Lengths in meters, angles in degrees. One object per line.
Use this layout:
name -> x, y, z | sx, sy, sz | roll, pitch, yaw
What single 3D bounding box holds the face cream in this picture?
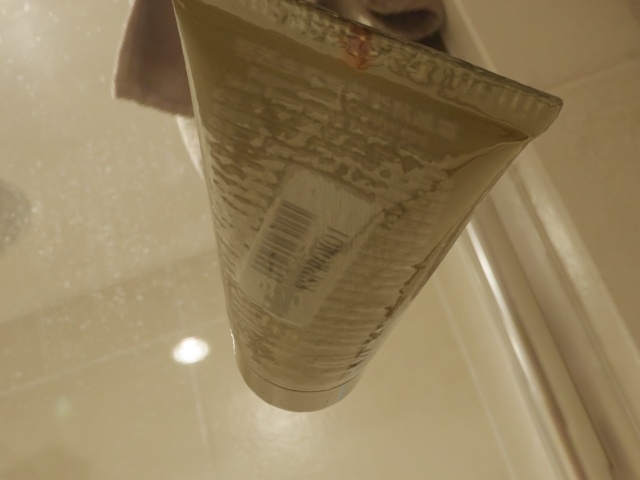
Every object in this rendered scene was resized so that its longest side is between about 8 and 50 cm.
face cream -> 0.000, 0.000, 0.477 | 0.137, 0.084, 0.341 | 23, -23, 6
